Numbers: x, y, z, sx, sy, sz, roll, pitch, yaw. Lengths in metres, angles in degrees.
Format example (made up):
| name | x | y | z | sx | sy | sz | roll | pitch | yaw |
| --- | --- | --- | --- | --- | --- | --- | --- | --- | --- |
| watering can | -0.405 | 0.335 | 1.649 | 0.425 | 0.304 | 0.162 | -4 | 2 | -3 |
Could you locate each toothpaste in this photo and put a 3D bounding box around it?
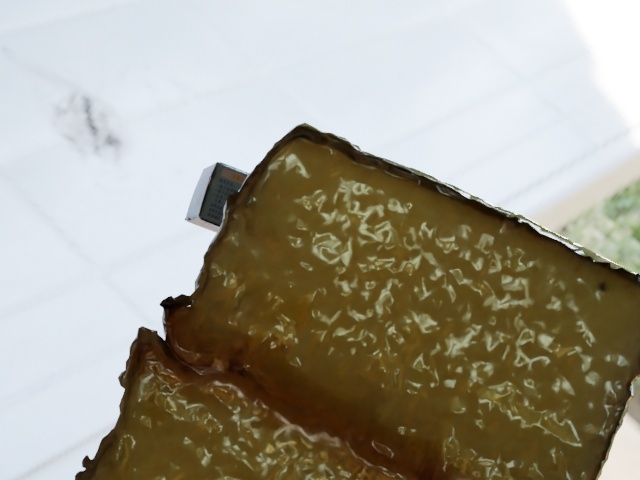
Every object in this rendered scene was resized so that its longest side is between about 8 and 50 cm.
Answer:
| name | x | y | z | sx | sy | sz | roll | pitch | yaw |
| --- | --- | --- | --- | --- | --- | --- | --- | --- | --- |
| toothpaste | 0.000 | 0.000 | 1.224 | 0.193 | 0.044 | 0.070 | 21 | -9 | -13 |

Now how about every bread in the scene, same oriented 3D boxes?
| name | x | y | z | sx | sy | sz | roll | pitch | yaw |
| --- | --- | --- | --- | --- | --- | --- | --- | --- | --- |
| bread | 0.010 | 0.084 | 0.729 | 0.178 | 0.240 | 0.135 | 26 | -4 | -19 |
